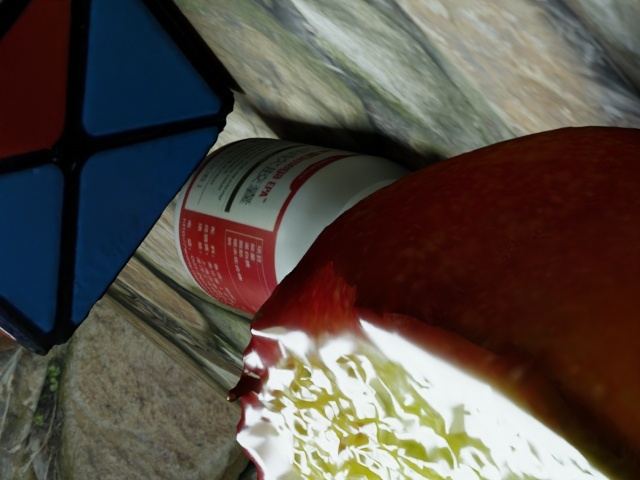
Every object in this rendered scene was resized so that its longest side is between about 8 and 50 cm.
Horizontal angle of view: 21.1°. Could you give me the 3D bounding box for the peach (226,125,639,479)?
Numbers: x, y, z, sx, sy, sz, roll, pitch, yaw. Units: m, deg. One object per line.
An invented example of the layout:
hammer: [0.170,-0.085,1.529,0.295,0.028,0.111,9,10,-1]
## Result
peach: [0.167,0.132,0.754,0.406,0.310,0.335,38,133,26]

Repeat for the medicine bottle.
medicine bottle: [0.000,0.000,1.194,0.131,0.131,0.250,42,167,-26]

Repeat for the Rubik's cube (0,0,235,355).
Rubik's cube: [-0.252,-0.106,1.219,0.250,0.246,0.248,26,164,40]
